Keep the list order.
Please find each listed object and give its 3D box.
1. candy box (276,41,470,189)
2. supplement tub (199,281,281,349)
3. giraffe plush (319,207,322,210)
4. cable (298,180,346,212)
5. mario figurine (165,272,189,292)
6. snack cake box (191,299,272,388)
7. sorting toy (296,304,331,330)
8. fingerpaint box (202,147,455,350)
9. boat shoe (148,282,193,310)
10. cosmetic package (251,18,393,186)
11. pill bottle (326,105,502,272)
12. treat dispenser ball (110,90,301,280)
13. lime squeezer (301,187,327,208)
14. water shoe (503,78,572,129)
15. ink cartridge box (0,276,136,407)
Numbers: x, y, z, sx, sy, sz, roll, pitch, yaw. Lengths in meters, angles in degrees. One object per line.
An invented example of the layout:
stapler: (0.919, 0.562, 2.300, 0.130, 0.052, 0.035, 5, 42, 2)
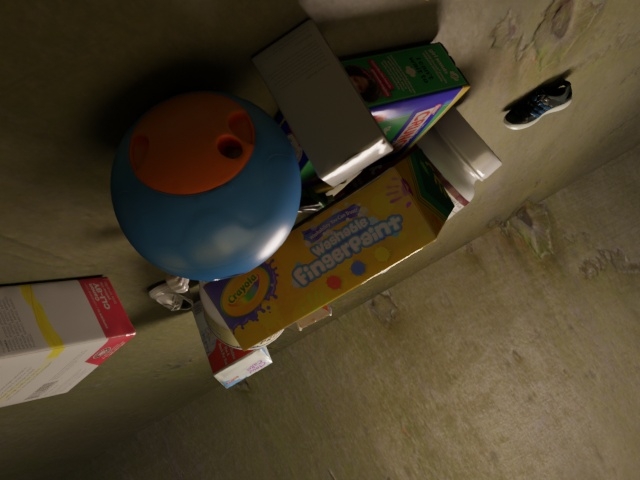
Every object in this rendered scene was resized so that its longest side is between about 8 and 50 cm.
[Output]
candy box: (0.079, -0.232, 1.545, 0.317, 0.122, 0.268, -21, 164, -34)
supplement tub: (-0.186, 0.134, 2.062, 0.235, 0.236, 0.325, -26, 165, -13)
giraffe plush: (0.050, -0.025, 2.193, 0.170, 0.181, 0.210, -28, 135, -48)
cable: (-0.085, -0.099, 1.878, 0.287, 0.072, 0.139, -7, 168, -27)
mario figurine: (-0.219, 0.028, 1.739, 0.170, 0.198, 0.320, 12, 175, 6)
snack cake box: (-0.253, 0.261, 2.298, 0.152, 0.264, 0.089, -29, 139, 3)
sorting toy: (-0.015, 0.149, 1.787, 0.083, 0.045, 0.075, -29, -169, 21)
fingerpaint box: (0.035, 0.010, 1.665, 0.444, 0.163, 0.371, -32, -178, 18)
boat shoe: (-0.379, 0.150, 2.095, 0.066, 0.063, 0.184, -30, 166, 3)
cosmetic package: (0.002, -0.210, 1.255, 0.117, 0.231, 0.085, -31, 166, 11)
pill bottle: (0.220, -0.125, 1.937, 0.392, 0.224, 0.224, -41, 163, 12)
treat dispenser ball: (-0.172, -0.082, 1.243, 0.288, 0.288, 0.288, -27, 165, -8)
lime squeezer: (-0.072, -0.101, 1.762, 0.310, 0.059, 0.110, 3, 124, -40)
water shoe: (0.573, -0.368, 2.168, 0.203, 0.073, 0.080, -27, 139, -8)
ink cartridge box: (-0.623, 0.218, 1.669, 0.279, 0.160, 0.384, -37, 164, 27)
